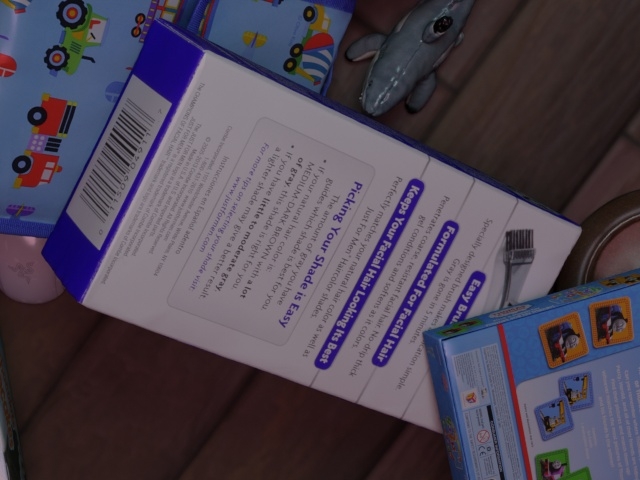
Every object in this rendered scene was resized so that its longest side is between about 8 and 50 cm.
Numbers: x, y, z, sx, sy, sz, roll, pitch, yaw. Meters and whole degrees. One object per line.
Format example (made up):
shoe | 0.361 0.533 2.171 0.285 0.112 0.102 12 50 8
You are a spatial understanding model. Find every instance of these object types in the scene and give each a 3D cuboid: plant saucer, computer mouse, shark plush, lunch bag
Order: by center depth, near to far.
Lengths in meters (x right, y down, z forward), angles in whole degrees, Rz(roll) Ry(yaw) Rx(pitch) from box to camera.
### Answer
lunch bag | -0.121 -0.107 1.088 0.293 0.138 0.221 11 106 -31
shark plush | 0.091 -0.154 1.123 0.161 0.067 0.073 -37 96 5
plant saucer | 0.266 0.041 1.150 0.168 0.029 0.168 0 86 4
computer mouse | -0.221 -0.043 1.154 0.106 0.042 0.193 2 98 -1

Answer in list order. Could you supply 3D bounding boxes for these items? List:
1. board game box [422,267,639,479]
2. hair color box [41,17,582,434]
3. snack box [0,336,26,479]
board game box | 0.190 0.115 1.081 0.211 0.039 0.160 -15 101 -15
hair color box | 0.000 0.000 1.055 0.339 0.110 0.185 23 98 -30
snack box | -0.330 0.188 1.178 0.187 0.060 0.322 -9 97 1
